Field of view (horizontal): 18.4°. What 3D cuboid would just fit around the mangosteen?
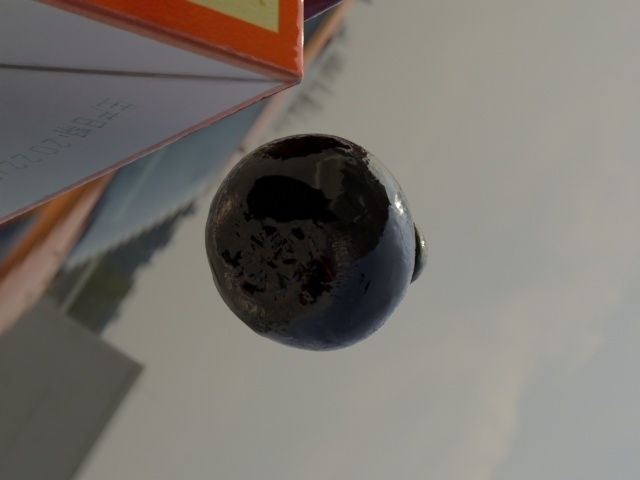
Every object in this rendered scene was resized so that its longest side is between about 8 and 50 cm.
[{"bbox_3d":[0.000,0.000,1.334,0.152,0.152,0.152,-56,-175,8],"label":"mangosteen"}]

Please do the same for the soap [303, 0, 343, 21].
[{"bbox_3d":[-0.065,-0.338,1.427,0.233,0.359,0.128,-25,-160,-13],"label":"soap"}]

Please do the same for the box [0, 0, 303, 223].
[{"bbox_3d":[-0.233,-0.185,1.039,0.349,0.319,0.256,-22,-117,47],"label":"box"}]
